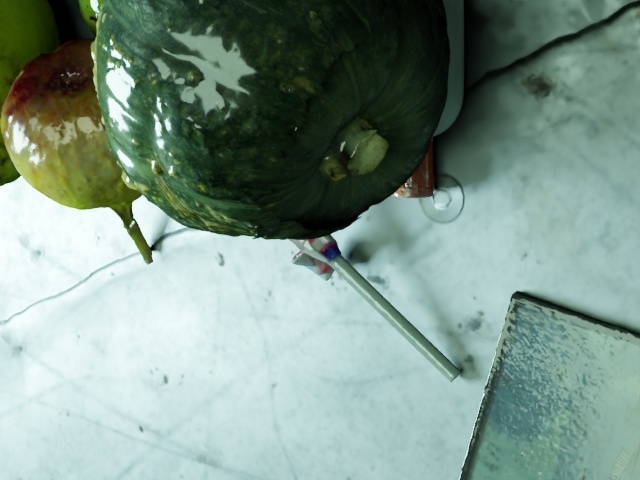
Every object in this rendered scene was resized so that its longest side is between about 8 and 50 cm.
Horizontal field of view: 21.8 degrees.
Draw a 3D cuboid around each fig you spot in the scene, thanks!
[{"bbox_3d":[-0.210,-0.073,1.651,0.159,0.159,0.257,10,138,29],"label":"fig"}]

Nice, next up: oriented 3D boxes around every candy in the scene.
[{"bbox_3d":[0.000,0.000,1.583,0.365,0.124,0.124,44,117,4],"label":"candy"}]

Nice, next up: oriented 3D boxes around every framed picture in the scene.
[{"bbox_3d":[0.288,0.220,1.472,0.347,0.016,0.265,20,101,27],"label":"framed picture"}]

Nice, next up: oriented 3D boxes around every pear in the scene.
[{"bbox_3d":[-0.369,-0.180,1.702,0.212,0.212,0.269,-13,92,31],"label":"pear"}]

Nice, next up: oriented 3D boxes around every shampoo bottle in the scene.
[{"bbox_3d":[0.083,-0.150,1.528,0.108,0.051,0.221,4,101,31],"label":"shampoo bottle"}]

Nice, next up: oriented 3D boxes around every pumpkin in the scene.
[{"bbox_3d":[-0.041,-0.139,1.382,0.257,0.327,0.291,39,126,27],"label":"pumpkin"}]

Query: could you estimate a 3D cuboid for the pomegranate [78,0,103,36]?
[{"bbox_3d":[-0.172,-0.247,1.639,0.142,0.114,0.114,-3,97,4],"label":"pomegranate"}]
